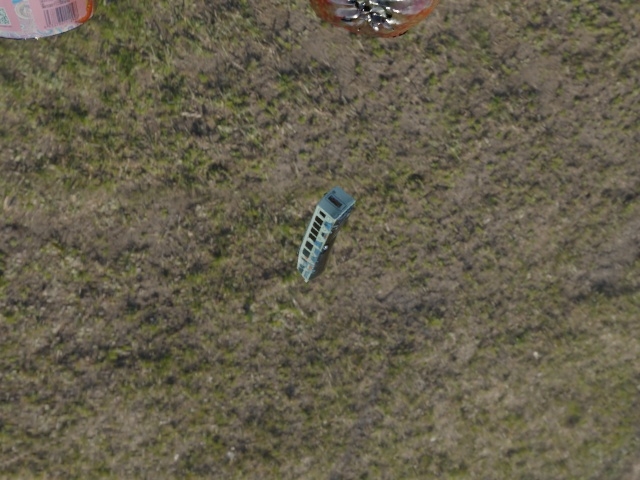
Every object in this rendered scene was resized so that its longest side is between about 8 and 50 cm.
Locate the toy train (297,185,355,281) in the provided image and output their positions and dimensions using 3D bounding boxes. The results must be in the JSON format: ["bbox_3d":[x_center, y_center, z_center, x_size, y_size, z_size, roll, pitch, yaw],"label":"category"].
[{"bbox_3d":[0.000,0.000,0.856,0.043,0.047,0.207,-45,169,-27],"label":"toy train"}]

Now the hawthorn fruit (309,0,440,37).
[{"bbox_3d":[0.071,-0.350,0.727,0.181,0.235,0.181,14,159,5],"label":"hawthorn fruit"}]

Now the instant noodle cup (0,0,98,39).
[{"bbox_3d":[-0.441,-0.443,0.916,0.243,0.242,0.231,-8,138,-10],"label":"instant noodle cup"}]
